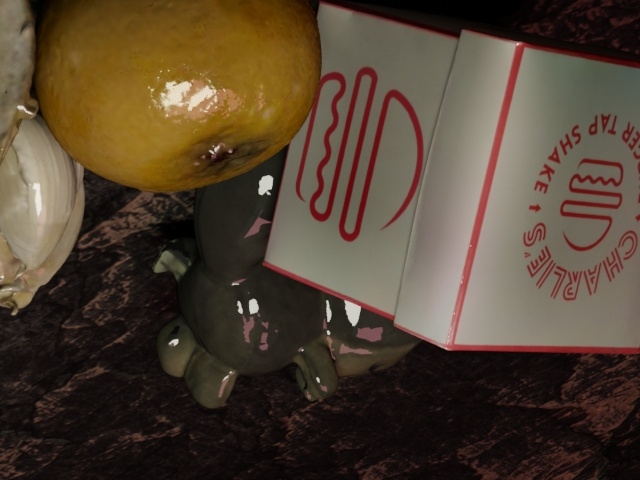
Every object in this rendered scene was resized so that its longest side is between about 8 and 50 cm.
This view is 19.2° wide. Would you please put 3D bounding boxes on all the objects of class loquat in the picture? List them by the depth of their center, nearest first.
[{"bbox_3d":[-0.129,-0.164,1.709,0.263,0.263,0.263,-20,152,-11],"label":"loquat"}]

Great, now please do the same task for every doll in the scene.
[{"bbox_3d":[0.019,0.023,2.180,0.382,0.252,0.379,-16,152,-32],"label":"doll"}]

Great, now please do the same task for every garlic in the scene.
[{"bbox_3d":[-0.316,-0.028,1.837,0.281,0.203,0.184,-27,173,31],"label":"garlic"}]

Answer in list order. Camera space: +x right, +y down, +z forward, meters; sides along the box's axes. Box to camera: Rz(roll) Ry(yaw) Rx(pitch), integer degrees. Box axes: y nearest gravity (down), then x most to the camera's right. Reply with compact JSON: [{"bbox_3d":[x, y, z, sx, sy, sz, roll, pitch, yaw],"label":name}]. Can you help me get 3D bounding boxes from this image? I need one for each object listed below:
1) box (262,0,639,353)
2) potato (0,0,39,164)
[{"bbox_3d":[0.166,-0.069,1.963,0.314,0.300,0.312,4,103,-43],"label":"box"},{"bbox_3d":[-0.329,-0.107,1.662,0.264,0.211,0.189,-46,175,-9],"label":"potato"}]
